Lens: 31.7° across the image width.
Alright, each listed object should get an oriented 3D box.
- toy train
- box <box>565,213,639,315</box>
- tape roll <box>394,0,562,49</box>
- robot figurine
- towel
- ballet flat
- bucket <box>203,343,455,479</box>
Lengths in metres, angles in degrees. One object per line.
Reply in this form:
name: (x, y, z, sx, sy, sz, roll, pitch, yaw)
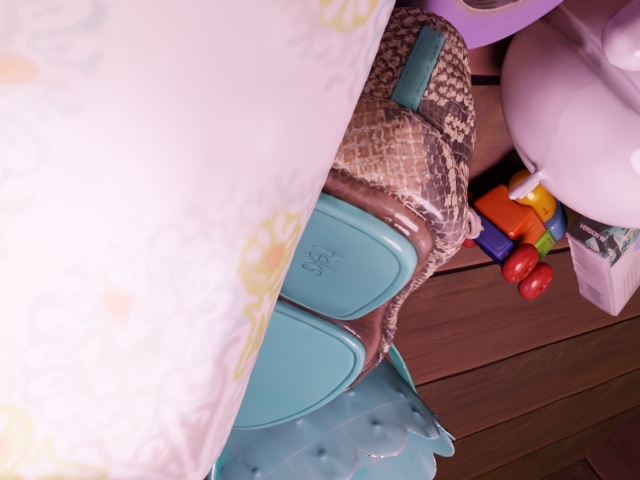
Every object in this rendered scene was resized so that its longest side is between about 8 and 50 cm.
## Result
toy train: (0.192, -0.044, 1.072, 0.143, 0.105, 0.248, -49, 156, 3)
box: (0.380, -0.085, 1.190, 0.322, 0.058, 0.232, -54, 157, -5)
tape roll: (0.107, -0.207, 0.658, 0.189, 0.080, 0.189, -30, 157, -14)
robot figurine: (0.284, -0.148, 0.861, 0.353, 0.200, 0.300, -41, 160, 11)
towel: (-0.145, -0.050, 0.422, 0.374, 0.090, 0.320, 9, 111, -42)
ballet flat: (0.000, 0.000, 0.790, 0.182, 0.164, 0.483, -65, -176, -27)
bucket: (-0.023, 0.201, 1.120, 0.281, 0.183, 0.281, -31, 157, -15)
